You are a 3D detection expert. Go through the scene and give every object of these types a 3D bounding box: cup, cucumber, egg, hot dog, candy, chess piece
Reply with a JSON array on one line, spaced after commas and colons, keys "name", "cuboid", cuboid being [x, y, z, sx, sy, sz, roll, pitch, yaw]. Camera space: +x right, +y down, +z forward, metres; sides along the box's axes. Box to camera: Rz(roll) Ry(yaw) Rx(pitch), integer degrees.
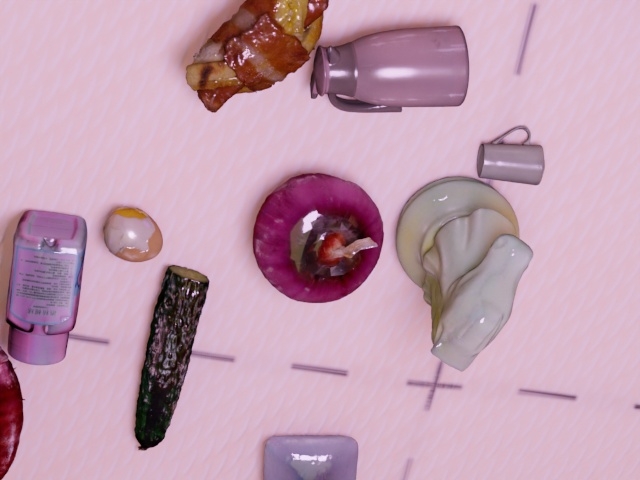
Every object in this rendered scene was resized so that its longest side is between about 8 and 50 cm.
[{"name": "cup", "cuboid": [0.258, -0.114, 1.977, 0.083, 0.054, 0.075, 5, 112, -5]}, {"name": "cucumber", "cuboid": [-0.215, 0.175, 2.041, 0.068, 0.067, 0.293, 11, 111, -10]}, {"name": "egg", "cuboid": [-0.249, -0.006, 1.960, 0.083, 0.071, 0.071, 24, 108, -18]}, {"name": "hot dog", "cuboid": [-0.074, -0.243, 1.846, 0.213, 0.146, 0.103, -45, 83, 16]}, {"name": "candy", "cuboid": [-0.017, 0.364, 2.133, 0.138, 0.071, 0.174, 1, 111, -6]}, {"name": "chess piece", "cuboid": [0.195, 0.039, 1.903, 0.176, 0.298, 0.175, -1, 113, -3]}]

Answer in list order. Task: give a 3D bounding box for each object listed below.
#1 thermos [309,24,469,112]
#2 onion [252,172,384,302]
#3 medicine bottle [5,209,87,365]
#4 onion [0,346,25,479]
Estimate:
[{"name": "thermos", "cuboid": [0.083, -0.211, 1.893, 0.193, 0.105, 0.137, -4, 151, -10]}, {"name": "onion", "cuboid": [-0.003, -0.002, 1.947, 0.177, 0.153, 0.177, 3, 119, 5]}, {"name": "medicine bottle", "cuboid": [-0.367, 0.066, 1.949, 0.094, 0.119, 0.188, 8, 111, -9]}, {"name": "onion", "cuboid": [-0.554, 0.230, 1.936, 0.314, 0.232, 0.314, 1, 94, 7]}]
